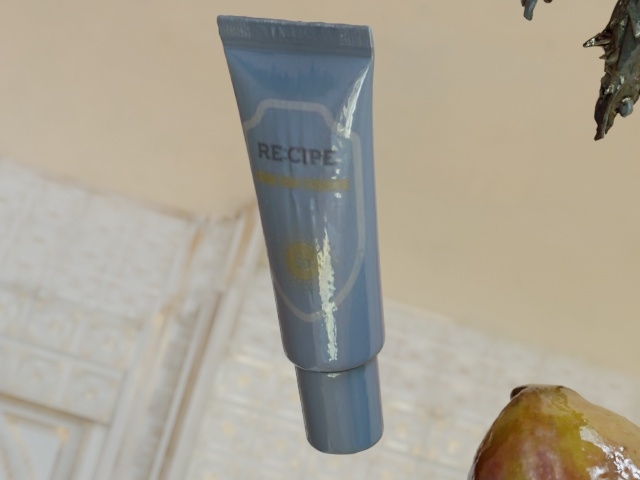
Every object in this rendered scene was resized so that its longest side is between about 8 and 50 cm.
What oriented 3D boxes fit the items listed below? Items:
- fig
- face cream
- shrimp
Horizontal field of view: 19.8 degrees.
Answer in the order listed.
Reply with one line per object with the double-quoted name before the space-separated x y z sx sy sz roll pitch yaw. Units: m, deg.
"fig" 0.212 0.250 1.472 0.263 0.224 0.224 55 29 -26
"face cream" 0.000 0.000 1.497 0.086 0.135 0.385 -46 136 -50
"shrimp" 0.269 -0.236 1.719 0.075 0.178 0.289 -58 170 -47
